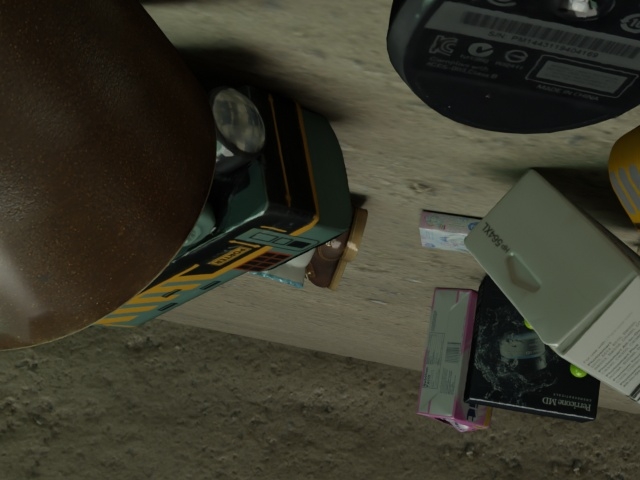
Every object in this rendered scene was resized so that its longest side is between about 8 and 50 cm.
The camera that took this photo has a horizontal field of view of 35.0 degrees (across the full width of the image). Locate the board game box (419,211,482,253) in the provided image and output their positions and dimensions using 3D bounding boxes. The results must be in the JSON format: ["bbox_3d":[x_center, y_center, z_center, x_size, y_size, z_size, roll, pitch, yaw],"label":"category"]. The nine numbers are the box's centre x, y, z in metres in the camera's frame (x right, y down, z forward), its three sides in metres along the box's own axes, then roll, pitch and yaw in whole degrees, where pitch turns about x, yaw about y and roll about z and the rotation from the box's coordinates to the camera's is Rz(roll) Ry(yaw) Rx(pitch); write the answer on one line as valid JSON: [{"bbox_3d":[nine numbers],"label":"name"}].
[{"bbox_3d":[0.146,-0.005,1.021,0.090,0.020,0.090,8,169,9],"label":"board game box"}]

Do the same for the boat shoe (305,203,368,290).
[{"bbox_3d":[0.000,0.000,1.056,0.073,0.073,0.207,12,162,-2],"label":"boat shoe"}]

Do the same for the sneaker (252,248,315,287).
[{"bbox_3d":[-0.078,-0.036,0.910,0.229,0.092,0.087,26,-175,43],"label":"sneaker"}]

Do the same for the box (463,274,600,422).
[{"bbox_3d":[0.268,0.137,1.270,0.156,0.158,0.093,8,169,5],"label":"box"}]

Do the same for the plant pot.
[{"bbox_3d":[-0.184,-0.091,0.473,0.215,0.215,0.230,7,153,16],"label":"plant pot"}]

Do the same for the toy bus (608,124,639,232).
[{"bbox_3d":[0.204,-0.018,0.391,0.108,0.130,0.333,-31,176,7],"label":"toy bus"}]

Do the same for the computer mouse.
[{"bbox_3d":[0.109,-0.123,0.349,0.188,0.072,0.272,11,159,-12],"label":"computer mouse"}]

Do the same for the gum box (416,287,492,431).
[{"bbox_3d":[0.199,0.170,1.423,0.062,0.188,0.107,1,165,38],"label":"gum box"}]

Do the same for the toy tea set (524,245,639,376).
[{"bbox_3d":[0.357,0.082,0.996,0.200,0.124,0.336,13,169,-17],"label":"toy tea set"}]

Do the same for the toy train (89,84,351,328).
[{"bbox_3d":[-0.135,-0.010,0.765,0.334,0.142,0.190,-28,153,37],"label":"toy train"}]

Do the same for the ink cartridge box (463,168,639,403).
[{"bbox_3d":[0.230,0.050,0.809,0.203,0.086,0.148,31,-163,-40],"label":"ink cartridge box"}]
